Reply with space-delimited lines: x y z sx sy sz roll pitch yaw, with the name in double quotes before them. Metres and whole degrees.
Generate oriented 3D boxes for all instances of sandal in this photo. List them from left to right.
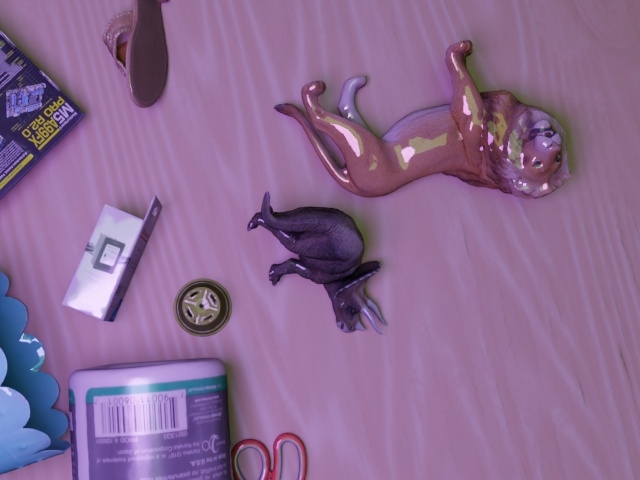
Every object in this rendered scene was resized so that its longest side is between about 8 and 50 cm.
"sandal" -0.272 -0.297 1.244 0.079 0.088 0.240 -4 76 25

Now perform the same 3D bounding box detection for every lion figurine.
"lion figurine" 0.148 -0.142 1.247 0.392 0.142 0.240 -15 93 6

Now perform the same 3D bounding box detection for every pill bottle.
"pill bottle" -0.211 0.338 1.106 0.204 0.204 0.361 -3 85 -7

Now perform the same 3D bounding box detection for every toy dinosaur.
"toy dinosaur" 0.000 0.000 1.167 0.160 0.314 0.121 5 55 17

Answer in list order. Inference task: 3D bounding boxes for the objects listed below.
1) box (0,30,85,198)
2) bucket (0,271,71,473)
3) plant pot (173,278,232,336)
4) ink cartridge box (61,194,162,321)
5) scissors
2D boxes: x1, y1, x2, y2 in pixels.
"box" -0.487 -0.150 1.151 0.216 0.060 0.270 46 72 -18
"bucket" -0.449 0.172 1.068 0.183 0.281 0.281 -23 87 -10
"plant pot" -0.164 0.092 1.199 0.083 0.079 0.083 1 85 -6
"ink cartridge box" -0.281 0.017 1.182 0.060 0.104 0.180 22 82 -2
"scissors" -0.081 0.417 1.203 0.109 0.021 0.297 5 82 -8
